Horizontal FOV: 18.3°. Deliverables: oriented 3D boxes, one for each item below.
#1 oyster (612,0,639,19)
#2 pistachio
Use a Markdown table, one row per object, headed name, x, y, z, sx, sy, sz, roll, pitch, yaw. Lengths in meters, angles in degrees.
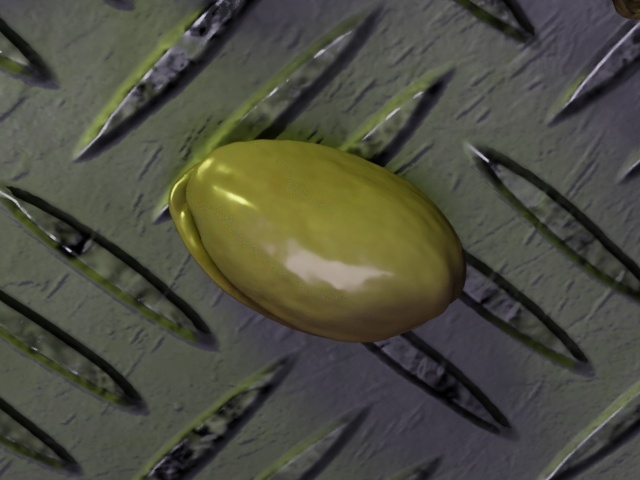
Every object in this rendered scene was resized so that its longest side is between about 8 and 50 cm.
| name | x | y | z | sx | sy | sz | roll | pitch | yaw |
| --- | --- | --- | --- | --- | --- | --- | --- | --- | --- |
| oyster | 0.172 | -0.213 | 1.241 | 0.238 | 0.351 | 0.115 | 5 | 88 | -6 |
| pistachio | 0.000 | 0.000 | 1.443 | 0.226 | 0.136 | 0.136 | 21 | 116 | -11 |
